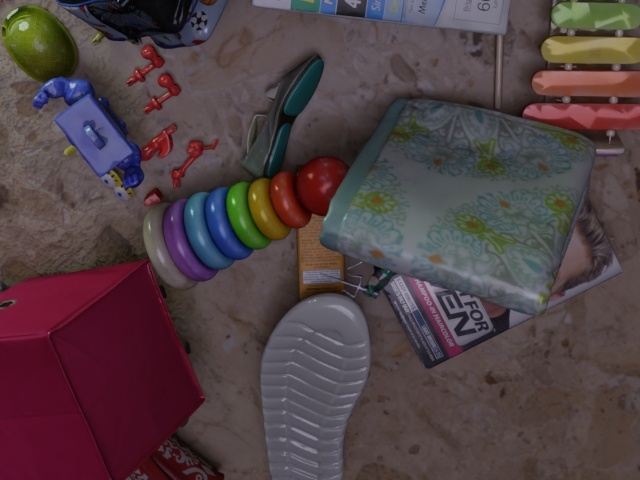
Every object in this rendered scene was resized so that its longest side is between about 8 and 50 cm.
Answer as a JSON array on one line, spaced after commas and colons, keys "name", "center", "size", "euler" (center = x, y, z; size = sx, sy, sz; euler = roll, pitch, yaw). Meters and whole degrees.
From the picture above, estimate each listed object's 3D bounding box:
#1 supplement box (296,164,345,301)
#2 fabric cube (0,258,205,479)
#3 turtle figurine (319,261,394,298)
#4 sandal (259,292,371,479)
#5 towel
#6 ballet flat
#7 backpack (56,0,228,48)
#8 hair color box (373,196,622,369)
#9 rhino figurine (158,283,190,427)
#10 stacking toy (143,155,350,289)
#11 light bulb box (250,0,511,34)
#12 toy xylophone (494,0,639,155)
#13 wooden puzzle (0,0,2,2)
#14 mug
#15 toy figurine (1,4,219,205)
[{"name": "supplement box", "center": [0.000, 0.000, 1.936], "size": [0.080, 0.078, 0.233], "euler": [-4, 106, -1]}, {"name": "fabric cube", "center": [-0.377, 0.202, 1.840], "size": [0.258, 0.254, 0.259], "euler": [-9, 109, 33]}, {"name": "turtle figurine", "center": [0.118, 0.011, 1.824], "size": [0.234, 0.175, 0.118], "euler": [4, 67, 2]}, {"name": "sandal", "center": [-0.017, 0.247, 1.993], "size": [0.169, 0.102, 0.416], "euler": [12, 120, 2]}, {"name": "towel", "center": [0.206, -0.067, 1.748], "size": [0.320, 0.374, 0.090], "euler": [16, 132, 14]}, {"name": "ballet flat", "center": [-0.066, -0.196, 1.888], "size": [0.068, 0.072, 0.213], "euler": [28, 102, 22]}, {"name": "backpack", "center": [-0.243, -0.394, 1.721], "size": [0.213, 0.263, 0.276], "euler": [41, 66, -41]}, {"name": "hair color box", "center": [0.277, 0.043, 1.943], "size": [0.347, 0.105, 0.174], "euler": [-28, 104, 5]}, {"name": "rhino figurine", "center": [-0.265, 0.194, 1.982], "size": [0.106, 0.073, 0.243], "euler": [-15, 107, 18]}, {"name": "stacking toy", "center": [-0.096, -0.037, 1.850], "size": [0.330, 0.141, 0.141], "euler": [-20, 106, 20]}, {"name": "light bulb box", "center": [0.093, -0.492, 1.727], "size": [0.361, 0.225, 0.358], "euler": [5, 105, -4]}, {"name": "toy xylophone", "center": [0.381, -0.284, 1.869], "size": [0.236, 0.081, 0.322], "euler": [-7, 105, 0]}, {"name": "wooden puzzle", "center": [-0.508, -0.379, 1.849], "size": [0.083, 0.006, 0.049], "euler": [-10, 106, 1]}, {"name": "mug", "center": [-0.249, 0.367, 2.001], "size": [0.169, 0.150, 0.113], "euler": [44, 62, -8]}, {"name": "toy figurine", "center": [-0.319, -0.201, 1.797], "size": [0.191, 0.217, 0.362], "euler": [-33, 105, 7]}]
